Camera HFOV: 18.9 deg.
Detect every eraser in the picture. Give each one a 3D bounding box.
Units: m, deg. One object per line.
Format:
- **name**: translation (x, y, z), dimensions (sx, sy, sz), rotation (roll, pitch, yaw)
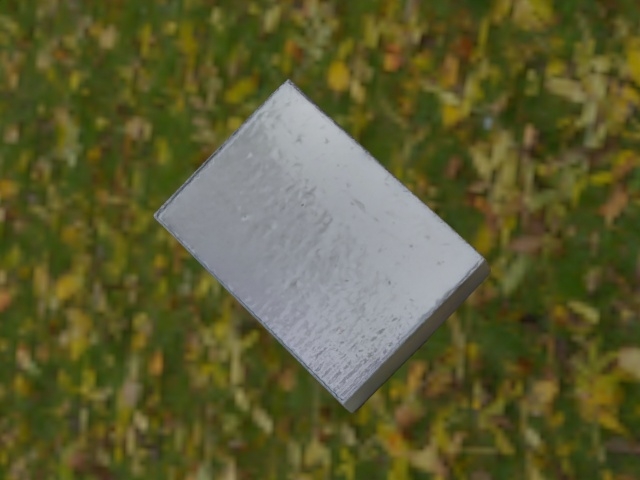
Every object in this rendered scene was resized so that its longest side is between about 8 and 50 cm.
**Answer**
- **eraser**: translation (0.000, 0.000, 0.979), dimensions (0.104, 0.023, 0.150), rotation (-45, 68, -2)
